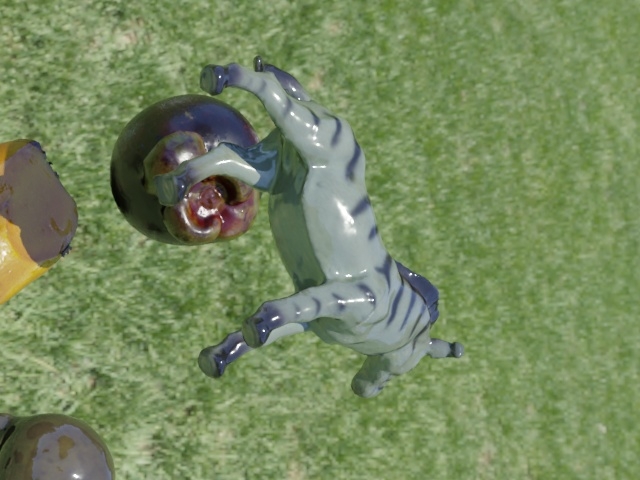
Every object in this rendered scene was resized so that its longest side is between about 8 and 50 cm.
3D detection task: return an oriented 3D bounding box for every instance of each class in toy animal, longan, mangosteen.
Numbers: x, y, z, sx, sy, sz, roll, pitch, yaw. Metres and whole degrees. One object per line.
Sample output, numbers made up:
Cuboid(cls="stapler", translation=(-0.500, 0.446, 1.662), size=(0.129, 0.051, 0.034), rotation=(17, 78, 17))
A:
Cuboid(cls="toy animal", translation=(0.004, 0.001, 0.524), size=(0.176, 0.073, 0.217), rotation=(-18, 100, -45))
Cuboid(cls="longan", translation=(-0.378, 0.316, 1.244), size=(0.204, 0.185, 0.159), rotation=(49, 5, 0))
Cuboid(cls="mangosteen", translation=(-0.159, -0.082, 1.145), size=(0.210, 0.209, 0.210), rotation=(20, 67, -59))

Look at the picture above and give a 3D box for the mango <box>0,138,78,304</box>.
Cuboid(cls="mango", translation=(-0.450, -0.008, 1.232), size=(0.187, 0.138, 0.257), rotation=(49, 41, -15))
